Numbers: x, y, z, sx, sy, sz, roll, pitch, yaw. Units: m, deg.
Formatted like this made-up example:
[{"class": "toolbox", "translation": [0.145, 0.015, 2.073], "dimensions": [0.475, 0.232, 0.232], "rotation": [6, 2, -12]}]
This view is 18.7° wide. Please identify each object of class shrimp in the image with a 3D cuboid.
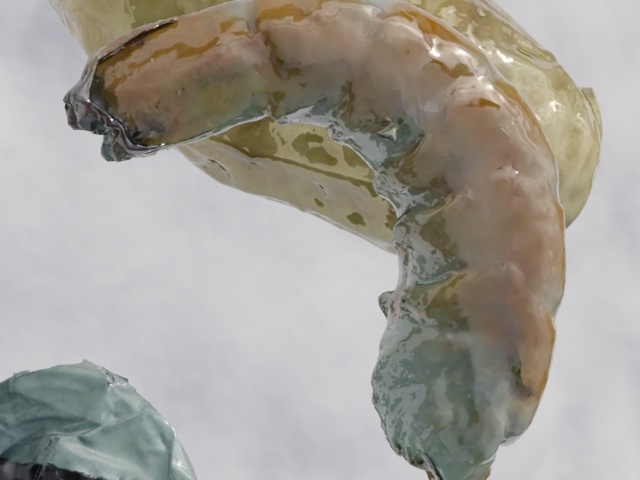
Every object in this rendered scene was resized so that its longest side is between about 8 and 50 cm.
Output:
[{"class": "shrimp", "translation": [0.000, 0.000, 0.603], "dimensions": [0.166, 0.049, 0.161], "rotation": [7, 84, -23]}]

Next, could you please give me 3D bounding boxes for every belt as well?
[{"class": "belt", "translation": [-0.124, 0.155, 0.915], "dimensions": [0.078, 0.151, 0.198], "rotation": [81, 18, -79]}]

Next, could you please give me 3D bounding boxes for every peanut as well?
[{"class": "peanut", "translation": [-0.004, -0.087, 0.987], "dimensions": [0.147, 0.305, 0.147], "rotation": [21, 90, -81]}]
